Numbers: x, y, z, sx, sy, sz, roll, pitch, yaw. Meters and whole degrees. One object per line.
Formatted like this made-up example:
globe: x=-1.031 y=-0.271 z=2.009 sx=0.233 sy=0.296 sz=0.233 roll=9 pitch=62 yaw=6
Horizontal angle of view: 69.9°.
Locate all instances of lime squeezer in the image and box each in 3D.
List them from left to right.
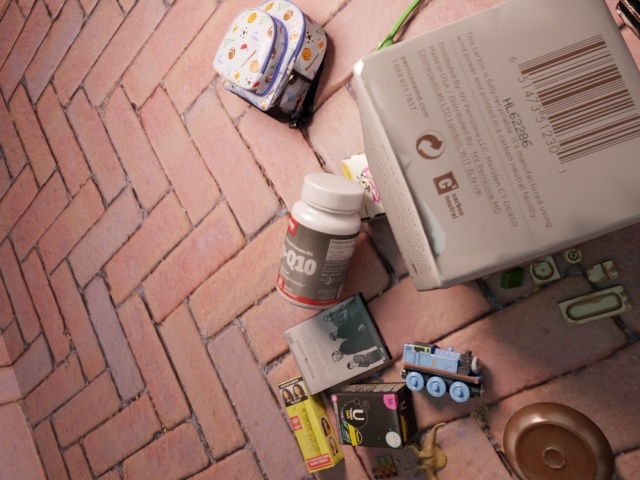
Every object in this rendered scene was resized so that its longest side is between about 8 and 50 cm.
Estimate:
lime squeezer: x=0.164 y=-0.421 z=1.061 sx=0.109 sy=0.058 sz=0.311 roll=12 pitch=96 yaw=31

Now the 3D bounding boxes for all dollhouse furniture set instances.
dollhouse furniture set: x=0.347 y=0.059 z=0.976 sx=0.151 sy=0.058 sz=0.076 roll=18 pitch=109 yaw=49
dollhouse furniture set: x=0.467 y=0.083 z=0.840 sx=0.144 sy=0.123 sz=0.151 roll=-25 pitch=79 yaw=27

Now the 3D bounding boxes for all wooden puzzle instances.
wooden puzzle: x=0.157 y=0.550 z=1.111 sx=0.083 sy=0.006 sz=0.050 roll=-28 pitch=77 yaw=29

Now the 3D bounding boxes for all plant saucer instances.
plant saucer: x=0.463 y=0.424 z=0.905 sx=0.198 sy=0.036 sz=0.199 roll=0 pitch=91 yaw=31

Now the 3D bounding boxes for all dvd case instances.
dvd case: x=0.037 y=0.262 z=1.150 sx=0.238 sy=0.029 sz=0.180 roll=-30 pitch=76 yaw=21

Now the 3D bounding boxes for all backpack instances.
backpack: x=-0.122 y=-0.467 z=1.159 sx=0.276 sy=0.213 sz=0.264 roll=37 pitch=98 yaw=29

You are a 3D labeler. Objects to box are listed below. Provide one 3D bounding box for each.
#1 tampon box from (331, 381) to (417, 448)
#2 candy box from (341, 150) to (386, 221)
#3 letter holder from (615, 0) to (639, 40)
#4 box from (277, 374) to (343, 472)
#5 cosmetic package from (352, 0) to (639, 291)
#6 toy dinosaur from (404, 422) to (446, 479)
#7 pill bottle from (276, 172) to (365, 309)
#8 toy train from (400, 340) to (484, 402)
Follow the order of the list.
tampon box: x=0.127 y=0.405 z=1.071 sx=0.160 sy=0.101 sz=0.121 roll=-12 pitch=85 yaw=31
candy box: x=0.176 y=-0.144 z=1.049 sx=0.233 sy=0.071 sz=0.159 roll=-16 pitch=83 yaw=31
letter holder: x=0.621 y=-0.503 z=0.726 sx=0.301 sy=0.152 sz=0.215 roll=-35 pitch=71 yaw=27
box: x=-0.028 y=0.470 z=1.193 sx=0.087 sy=0.058 sz=0.233 roll=-28 pitch=77 yaw=27
cosmetic package: x=0.268 y=-0.119 z=0.752 sx=0.327 sy=0.393 sz=0.330 roll=-20 pitch=80 yaw=5
toy dinosaur: x=0.240 y=0.483 z=1.044 sx=0.092 sy=0.053 sz=0.183 roll=2 pitch=100 yaw=16
pill bottle: x=0.000 y=0.000 z=1.047 sx=0.161 sy=0.161 sz=0.284 roll=27 pitch=116 yaw=28
toy train: x=0.264 y=0.283 z=1.001 sx=0.184 sy=0.080 sz=0.105 roll=4 pitch=87 yaw=32
